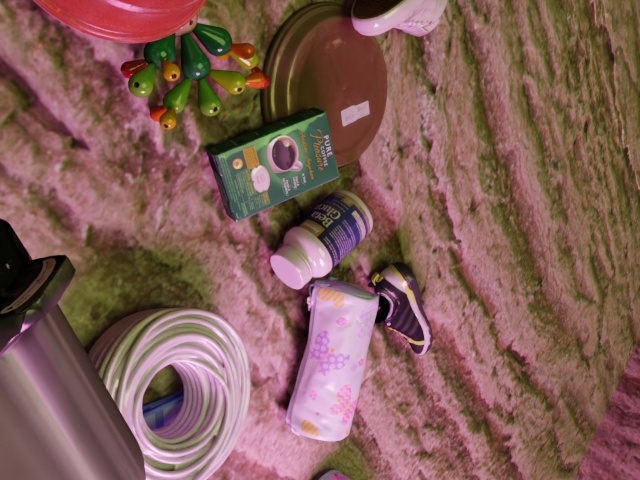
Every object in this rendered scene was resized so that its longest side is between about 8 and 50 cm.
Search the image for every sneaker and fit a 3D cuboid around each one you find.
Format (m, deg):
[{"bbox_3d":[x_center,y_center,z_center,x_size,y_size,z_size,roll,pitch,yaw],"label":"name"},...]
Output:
[{"bbox_3d":[0.150,-0.378,1.128,0.290,0.105,0.123,-48,137,-39],"label":"sneaker"},{"bbox_3d":[0.147,0.141,1.341,0.097,0.084,0.235,-27,123,-10],"label":"sneaker"}]

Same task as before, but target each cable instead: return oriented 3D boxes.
[{"bbox_3d":[-0.208,0.218,0.936,0.257,0.089,0.257,-24,106,-45],"label":"cable"}]

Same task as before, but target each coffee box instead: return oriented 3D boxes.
[{"bbox_3d":[-0.066,-0.114,1.013,0.184,0.040,0.113,-26,122,-19],"label":"coffee box"}]

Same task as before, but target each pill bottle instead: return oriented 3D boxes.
[{"bbox_3d":[0.000,0.000,1.111,0.169,0.094,0.094,-43,129,-30],"label":"pill bottle"}]

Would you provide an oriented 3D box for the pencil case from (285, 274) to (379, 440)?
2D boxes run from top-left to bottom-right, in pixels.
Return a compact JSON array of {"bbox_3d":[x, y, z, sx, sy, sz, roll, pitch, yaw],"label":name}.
[{"bbox_3d":[0.019,0.203,1.180,0.124,0.113,0.273,6,98,-37],"label":"pencil case"}]

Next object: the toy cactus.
[{"bbox_3d":[-0.169,-0.245,0.876,0.219,0.112,0.181,-26,101,-36],"label":"toy cactus"}]

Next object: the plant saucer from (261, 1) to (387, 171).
[{"bbox_3d":[0.021,-0.238,1.102,0.277,0.041,0.278,-17,113,-44],"label":"plant saucer"}]

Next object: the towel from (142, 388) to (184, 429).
[{"bbox_3d":[-0.255,0.375,1.004,0.209,0.034,0.285,-17,113,-43],"label":"towel"}]

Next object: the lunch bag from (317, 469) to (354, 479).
[{"bbox_3d":[0.004,0.580,1.283,0.279,0.107,0.224,-43,125,-31],"label":"lunch bag"}]

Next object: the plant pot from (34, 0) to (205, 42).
[{"bbox_3d":[-0.157,-0.362,0.664,0.272,0.265,0.273,2,87,-38],"label":"plant pot"}]

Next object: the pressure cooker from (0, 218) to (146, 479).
[{"bbox_3d":[-0.371,0.147,0.555,0.370,0.375,0.421,-37,121,-30],"label":"pressure cooker"}]
